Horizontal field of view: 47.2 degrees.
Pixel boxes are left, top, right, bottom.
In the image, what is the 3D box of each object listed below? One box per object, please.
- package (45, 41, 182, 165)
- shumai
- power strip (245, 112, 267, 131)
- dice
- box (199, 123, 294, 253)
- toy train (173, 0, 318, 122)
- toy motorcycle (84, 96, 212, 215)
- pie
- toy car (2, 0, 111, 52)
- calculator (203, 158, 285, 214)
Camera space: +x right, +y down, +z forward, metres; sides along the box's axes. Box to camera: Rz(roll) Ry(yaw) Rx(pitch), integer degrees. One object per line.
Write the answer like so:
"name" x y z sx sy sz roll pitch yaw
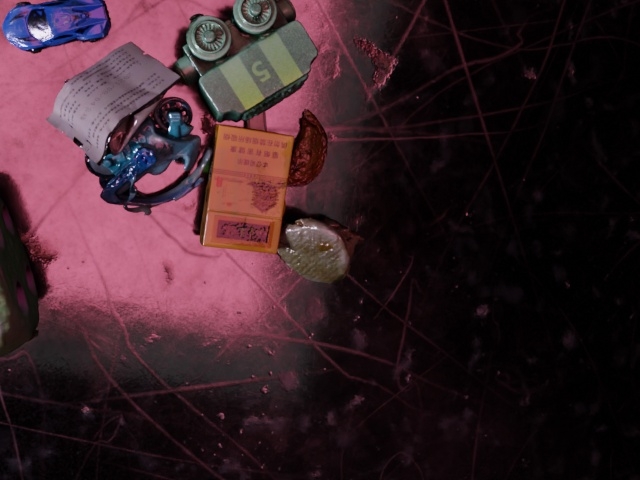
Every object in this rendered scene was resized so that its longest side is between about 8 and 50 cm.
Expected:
"package" -0.435 -0.297 1.524 0.251 0.204 0.062 -48 153 -7
"shumai" 0.000 0.000 1.740 0.201 0.201 0.120 41 46 -19
"power strip" -0.149 -0.278 1.691 0.048 0.030 0.191 -7 102 -16
"dice" -0.753 0.083 1.424 0.319 0.330 0.322 -17 106 -11
"box" -0.168 -0.115 1.658 0.174 0.076 0.273 7 98 -16
"toy train" -0.159 -0.396 1.583 0.299 0.167 0.238 -34 96 -7
"toy motorcycle" -0.365 -0.175 1.587 0.260 0.154 0.206 -30 117 -3
"pie" -0.026 -0.209 1.741 0.088 0.033 0.191 17 95 -22
"toy car" -0.548 -0.455 1.524 0.216 0.063 0.103 -16 105 -13
"calculator" -0.182 -0.117 1.711 0.146 0.032 0.235 -47 110 -4
